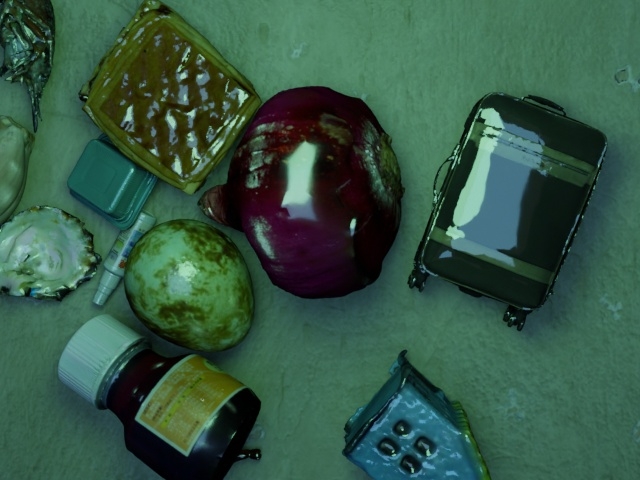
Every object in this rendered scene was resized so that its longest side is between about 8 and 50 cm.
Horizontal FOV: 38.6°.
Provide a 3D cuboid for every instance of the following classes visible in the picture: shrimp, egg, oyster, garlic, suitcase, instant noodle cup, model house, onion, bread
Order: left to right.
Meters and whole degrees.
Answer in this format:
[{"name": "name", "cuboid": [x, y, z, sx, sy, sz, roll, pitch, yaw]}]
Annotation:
[{"name": "garlic", "cuboid": [-0.750, -0.114, 1.822, 0.340, 0.231, 0.246, -7, 97, -1]}, {"name": "shrimp", "cuboid": [-0.617, -0.407, 1.848, 0.172, 0.137, 0.372, 2, 86, 40]}, {"name": "oyster", "cuboid": [-0.589, 0.042, 1.896, 0.259, 0.092, 0.198, -34, 92, -3]}, {"name": "instant noodle cup", "cuboid": [-0.429, -0.126, 1.851, 0.179, 0.070, 0.157, 31, 95, 23]}, {"name": "bread", "cuboid": [-0.285, -0.275, 1.807, 0.324, 0.167, 0.277, 40, 97, 9]}, {"name": "egg", "cuboid": [-0.250, 0.094, 1.801, 0.238, 0.238, 0.289, -37, 114, 6]}, {"name": "onion", "cuboid": [-0.069, -0.083, 1.725, 0.420, 0.398, 0.398, -3, 94, 21]}, {"name": "model house", "cuboid": [0.206, 0.404, 1.789, 0.303, 0.237, 0.215, 42, 96, 0]}, {"name": "suitcase", "cuboid": [0.353, -0.069, 1.766, 0.283, 0.194, 0.434, 21, 94, 2]}]

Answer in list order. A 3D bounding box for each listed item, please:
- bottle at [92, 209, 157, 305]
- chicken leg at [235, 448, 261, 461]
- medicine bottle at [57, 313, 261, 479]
[{"name": "bottle", "cuboid": [-0.413, 0.035, 1.894, 0.060, 0.060, 0.217, 30, 96, 1]}, {"name": "chicken leg", "cuboid": [-0.228, 0.426, 1.919, 0.205, 0.053, 0.093, 34, 82, -3]}, {"name": "medicine bottle", "cuboid": [-0.326, 0.308, 1.802, 0.395, 0.242, 0.242, 31, 96, 11]}]
